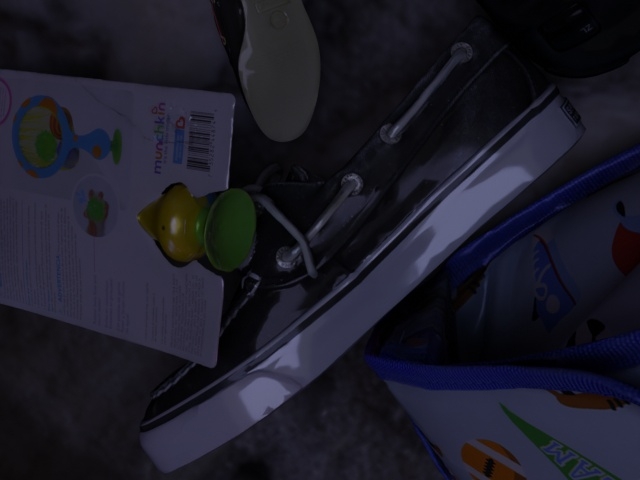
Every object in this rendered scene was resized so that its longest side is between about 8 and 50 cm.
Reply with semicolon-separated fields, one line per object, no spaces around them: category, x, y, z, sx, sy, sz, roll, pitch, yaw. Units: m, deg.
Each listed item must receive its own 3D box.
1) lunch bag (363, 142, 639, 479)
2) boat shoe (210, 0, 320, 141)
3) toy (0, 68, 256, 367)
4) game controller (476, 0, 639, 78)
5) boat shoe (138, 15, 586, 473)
lunch bag;0.258;0.101;0.478;0.385;0.239;0.328;-26;109;27
boat shoe;-0.034;-0.122;0.543;0.049;0.042;0.133;-18;105;-19
toy;-0.133;-0.024;0.541;0.237;0.056;0.137;12;103;35
game controller;0.192;-0.225;0.445;0.319;0.067;0.166;-39;90;19
boat shoe;0.000;0.000;0.535;0.306;0.113;0.105;-42;92;9
